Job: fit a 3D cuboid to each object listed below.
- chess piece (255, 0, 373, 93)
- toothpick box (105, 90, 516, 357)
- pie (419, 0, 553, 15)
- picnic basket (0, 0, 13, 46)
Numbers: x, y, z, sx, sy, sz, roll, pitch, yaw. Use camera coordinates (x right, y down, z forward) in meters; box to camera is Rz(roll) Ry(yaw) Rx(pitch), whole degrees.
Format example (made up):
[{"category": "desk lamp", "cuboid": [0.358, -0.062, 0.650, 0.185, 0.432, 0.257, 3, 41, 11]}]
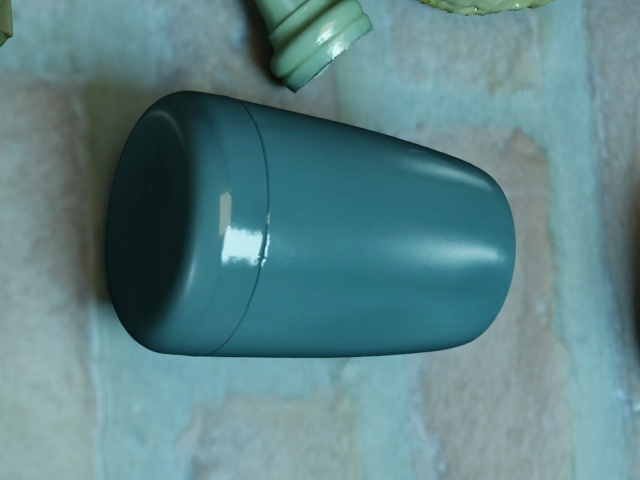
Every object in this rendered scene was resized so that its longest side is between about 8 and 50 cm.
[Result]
[{"category": "chess piece", "cuboid": [-0.038, -0.152, 0.630, 0.059, 0.059, 0.149, -41, 96, -28]}, {"category": "toothpick box", "cuboid": [0.000, 0.000, 0.585, 0.184, 0.120, 0.120, 7, 77, -29]}, {"category": "pie", "cuboid": [0.084, -0.288, 0.701, 0.315, 0.092, 0.315, 6, 76, -26]}, {"category": "picnic basket", "cuboid": [-0.218, -0.149, 0.495, 0.178, 0.138, 0.128, 39, 53, 21]}]
